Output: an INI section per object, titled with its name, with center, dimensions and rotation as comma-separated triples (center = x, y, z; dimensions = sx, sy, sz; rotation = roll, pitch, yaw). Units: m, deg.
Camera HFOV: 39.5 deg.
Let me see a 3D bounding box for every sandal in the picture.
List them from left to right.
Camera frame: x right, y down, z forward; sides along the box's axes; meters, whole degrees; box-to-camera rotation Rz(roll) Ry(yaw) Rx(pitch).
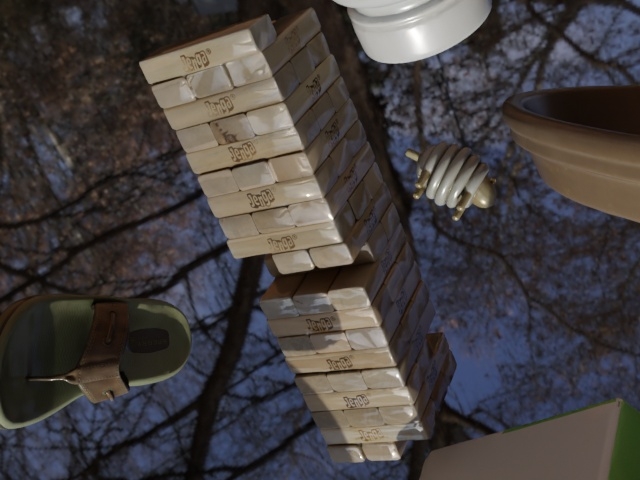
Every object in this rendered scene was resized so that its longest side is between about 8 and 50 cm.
[sandal]
center = -0.216, 0.108, 0.897
dimensions = 0.086, 0.120, 0.303
rotation = 1, -175, 29

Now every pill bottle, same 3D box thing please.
[pill bottle]
center = 0.064, -0.398, 1.013
dimensions = 0.204, 0.361, 0.204
rotation = -18, -143, 14

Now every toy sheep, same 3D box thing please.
[toy sheep]
center = 0.166, -0.082, 1.142
dimensions = 0.132, 0.091, 0.091
rotation = 32, -131, 9

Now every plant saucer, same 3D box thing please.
[plant saucer]
center = 0.222, -0.040, 0.405
dimensions = 0.278, 0.041, 0.278
rotation = 1, -164, 0

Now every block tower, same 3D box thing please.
[block tower]
center = 0.000, 0.000, 0.639
dimensions = 0.091, 0.335, 0.097
rotation = -11, -153, 29

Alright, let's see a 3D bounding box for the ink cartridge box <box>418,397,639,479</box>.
[ink cartridge box]
center = 0.216, 0.239, 0.597
dimensions = 0.198, 0.273, 0.114
rotation = -37, -157, 52
